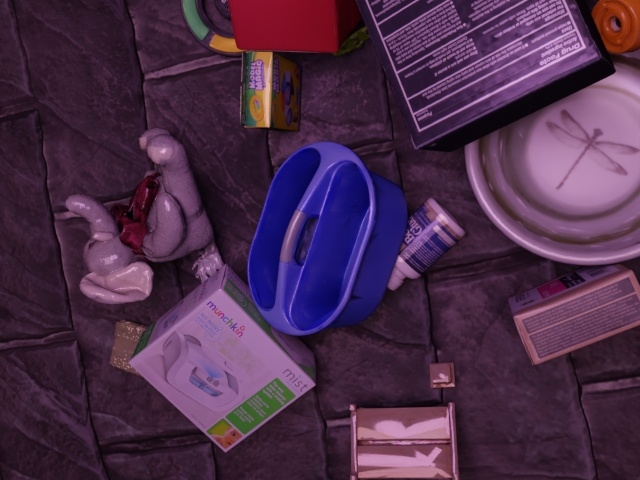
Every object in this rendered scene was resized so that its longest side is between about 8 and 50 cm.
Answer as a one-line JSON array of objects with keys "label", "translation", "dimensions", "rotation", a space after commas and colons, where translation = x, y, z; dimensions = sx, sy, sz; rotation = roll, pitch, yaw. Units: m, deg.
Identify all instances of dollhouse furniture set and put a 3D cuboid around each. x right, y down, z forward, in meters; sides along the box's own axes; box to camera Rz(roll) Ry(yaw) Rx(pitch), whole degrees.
[{"label": "dollhouse furniture set", "translation": [0.114, 0.425, 1.365], "dimensions": [0.303, 0.174, 0.356], "rotation": [-3, 69, 13]}]

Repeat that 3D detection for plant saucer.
[{"label": "plant saucer", "translation": [0.449, -0.154, 1.206], "dimensions": [0.400, 0.100, 0.401], "rotation": [-2, 83, 15]}]

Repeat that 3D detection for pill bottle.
[{"label": "pill bottle", "translation": [0.173, 0.010, 1.299], "dimensions": [0.169, 0.094, 0.094], "rotation": [-44, 84, 12]}]

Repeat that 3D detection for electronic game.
[{"label": "electronic game", "translation": [-0.161, -0.467, 1.365], "dimensions": [0.229, 0.048, 0.229], "rotation": [1, 94, 13]}]

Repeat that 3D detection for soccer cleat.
[{"label": "soccer cleat", "translation": [0.078, -0.415, 1.315], "dimensions": [0.179, 0.060, 0.072], "rotation": [-43, 75, 6]}]

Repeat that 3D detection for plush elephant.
[{"label": "plush elephant", "translation": [-0.343, -0.027, 1.325], "dimensions": [0.255, 0.272, 0.330], "rotation": [-22, 114, -11]}]

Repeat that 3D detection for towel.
[{"label": "towel", "translation": [-0.360, 0.228, 1.469], "dimensions": [0.148, 0.027, 0.110], "rotation": [13, 98, 10]}]

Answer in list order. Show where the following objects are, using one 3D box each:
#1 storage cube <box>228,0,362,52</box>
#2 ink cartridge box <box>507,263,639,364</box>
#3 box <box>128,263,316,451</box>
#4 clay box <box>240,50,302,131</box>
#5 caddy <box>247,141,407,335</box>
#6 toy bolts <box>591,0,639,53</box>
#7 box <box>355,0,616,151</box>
[{"label": "storage cube", "translation": [-0.036, -0.439, 1.187], "dimensions": [0.215, 0.184, 0.193], "rotation": [8, 129, 18]}, {"label": "ink cartridge box", "translation": [0.418, 0.110, 1.181], "dimensions": [0.193, 0.234, 0.088], "rotation": [-24, 88, 12]}, {"label": "box", "translation": [-0.176, 0.219, 1.341], "dimensions": [0.231, 0.127, 0.262], "rotation": [-38, 107, 12]}, {"label": "clay box", "translation": [-0.086, -0.261, 1.271], "dimensions": [0.053, 0.222, 0.128], "rotation": [4, 98, 12]}, {"label": "caddy", "translation": [0.000, 0.000, 1.255], "dimensions": [0.241, 0.179, 0.341], "rotation": [24, 100, 38]}, {"label": "toy bolts", "translation": [0.476, -0.425, 1.145], "dimensions": [0.158, 0.228, 0.218], "rotation": [-27, 113, -21]}, {"label": "box", "translation": [0.247, -0.328, 1.103], "dimensions": [0.296, 0.182, 0.294], "rotation": [-24, 82, 29]}]
